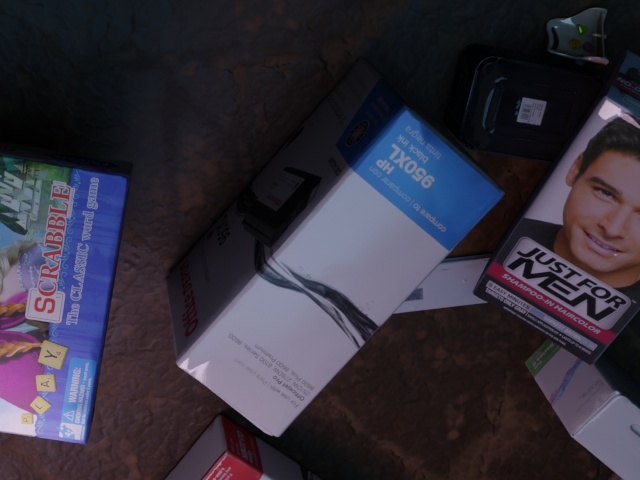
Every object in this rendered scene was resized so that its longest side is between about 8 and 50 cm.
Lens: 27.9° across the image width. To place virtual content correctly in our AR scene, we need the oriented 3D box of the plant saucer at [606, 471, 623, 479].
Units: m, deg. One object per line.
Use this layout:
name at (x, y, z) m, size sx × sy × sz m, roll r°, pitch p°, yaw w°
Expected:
plant saucer at (0.540, 0.431, 1.946) m, size 0.278 × 0.041 × 0.277 m, roll -3°, pitch 110°, yaw -8°

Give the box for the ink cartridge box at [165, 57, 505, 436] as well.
ink cartridge box at (0.000, 0.000, 1.555) m, size 0.166 × 0.285 × 0.395 m, roll 39°, pitch 99°, yaw -19°

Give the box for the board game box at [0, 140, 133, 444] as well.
board game box at (-0.385, 0.046, 1.398) m, size 0.318 × 0.066 × 0.318 m, roll 9°, pitch 105°, yaw -7°

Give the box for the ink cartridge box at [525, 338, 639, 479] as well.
ink cartridge box at (0.386, 0.225, 1.747) m, size 0.154 × 0.212 × 0.093 m, roll 38°, pitch 100°, yaw -21°

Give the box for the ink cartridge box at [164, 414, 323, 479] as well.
ink cartridge box at (-0.087, 0.403, 1.783) m, size 0.273 × 0.114 × 0.197 m, roll 35°, pitch 100°, yaw -21°

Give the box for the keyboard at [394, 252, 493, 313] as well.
keyboard at (0.125, 0.064, 1.751) m, size 0.256 × 0.014 × 0.072 m, roll -6°, pitch 116°, yaw -7°

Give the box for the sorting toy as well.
sorting toy at (0.326, -0.256, 1.642) m, size 0.075 × 0.083 × 0.045 m, roll 8°, pitch 151°, yaw -4°

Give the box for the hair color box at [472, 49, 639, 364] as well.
hair color box at (0.354, -0.029, 1.579) m, size 0.185 × 0.113 × 0.374 m, roll 31°, pitch 136°, yaw 4°

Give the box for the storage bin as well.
storage bin at (0.262, -0.173, 1.647) m, size 0.180 × 0.084 × 0.122 m, roll 8°, pitch 109°, yaw -14°
